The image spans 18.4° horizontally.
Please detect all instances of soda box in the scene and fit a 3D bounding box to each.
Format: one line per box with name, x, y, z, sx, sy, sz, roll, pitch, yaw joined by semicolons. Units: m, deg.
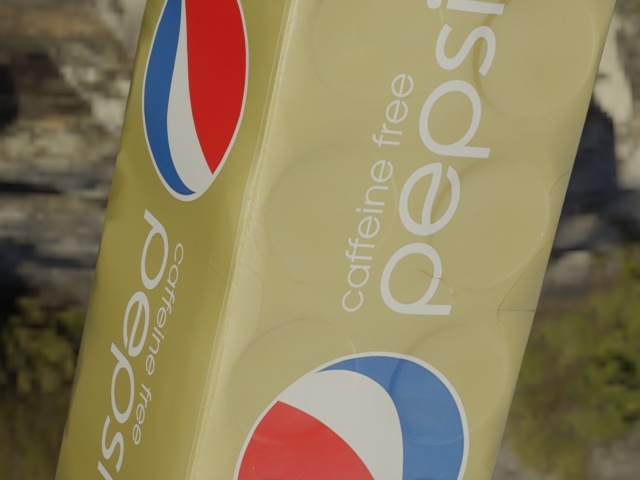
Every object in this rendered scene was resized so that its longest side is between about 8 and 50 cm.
soda box;0.000;0.000;0.349;0.061;0.181;0.058;3;-160;-28
